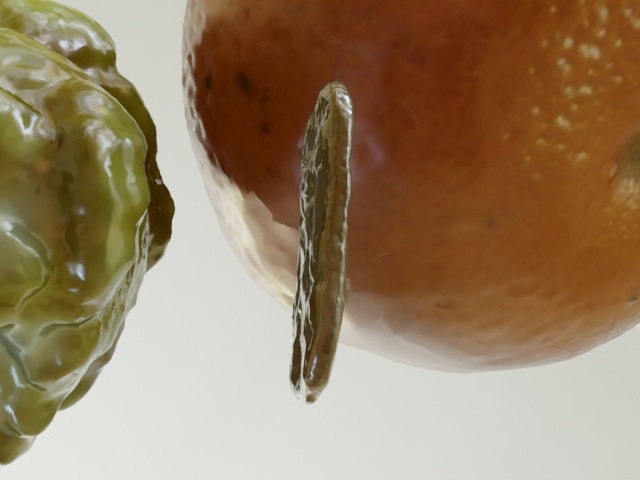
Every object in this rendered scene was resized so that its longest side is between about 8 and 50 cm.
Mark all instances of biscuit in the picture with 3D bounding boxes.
[{"bbox_3d":[0.000,0.000,0.599,0.018,0.071,0.147,7,-108,-8],"label":"biscuit"}]

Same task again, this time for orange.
[{"bbox_3d":[0.104,-0.125,0.880,0.424,0.424,0.326,-27,-140,-12],"label":"orange"}]

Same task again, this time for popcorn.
[{"bbox_3d":[-0.249,-0.001,0.763,0.334,0.293,0.292,-23,-127,-1],"label":"popcorn"}]
